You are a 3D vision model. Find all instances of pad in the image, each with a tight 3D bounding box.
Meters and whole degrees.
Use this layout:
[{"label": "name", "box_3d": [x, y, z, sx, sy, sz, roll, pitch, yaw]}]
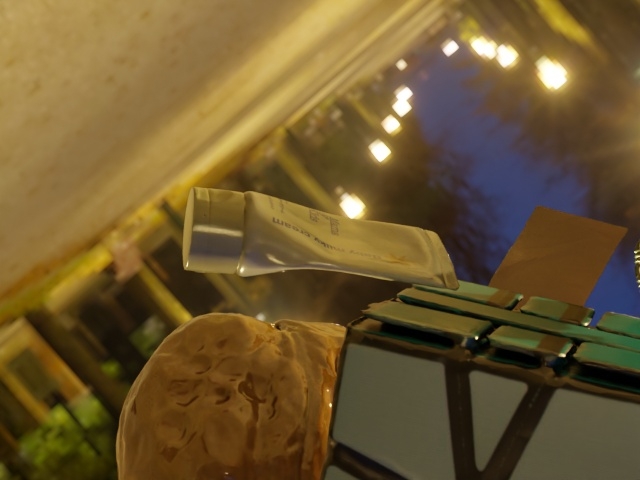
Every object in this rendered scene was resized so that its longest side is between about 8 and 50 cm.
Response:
[{"label": "pad", "box_3d": [0.234, 0.042, 1.698, 0.113, 0.006, 0.187, 16, -121, 34]}]

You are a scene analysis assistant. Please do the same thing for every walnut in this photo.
[{"label": "walnut", "box_3d": [-0.067, 0.265, 1.916, 0.308, 0.354, 0.398, 105, -10, -45]}]

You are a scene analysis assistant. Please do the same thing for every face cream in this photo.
[{"label": "face cream", "box_3d": [0.000, 0.000, 1.342, 0.114, 0.224, 0.070, -105, -157, -64]}]

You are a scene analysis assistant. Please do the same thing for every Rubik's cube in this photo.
[{"label": "Rubik's cube", "box_3d": [0.160, 0.203, 1.343, 0.283, 0.288, 0.293, -24, 123, -72]}]

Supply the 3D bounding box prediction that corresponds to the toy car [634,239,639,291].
[{"label": "toy car", "box_3d": [0.341, 0.016, 1.431, 0.055, 0.069, 0.142, 5, 166, -42]}]
